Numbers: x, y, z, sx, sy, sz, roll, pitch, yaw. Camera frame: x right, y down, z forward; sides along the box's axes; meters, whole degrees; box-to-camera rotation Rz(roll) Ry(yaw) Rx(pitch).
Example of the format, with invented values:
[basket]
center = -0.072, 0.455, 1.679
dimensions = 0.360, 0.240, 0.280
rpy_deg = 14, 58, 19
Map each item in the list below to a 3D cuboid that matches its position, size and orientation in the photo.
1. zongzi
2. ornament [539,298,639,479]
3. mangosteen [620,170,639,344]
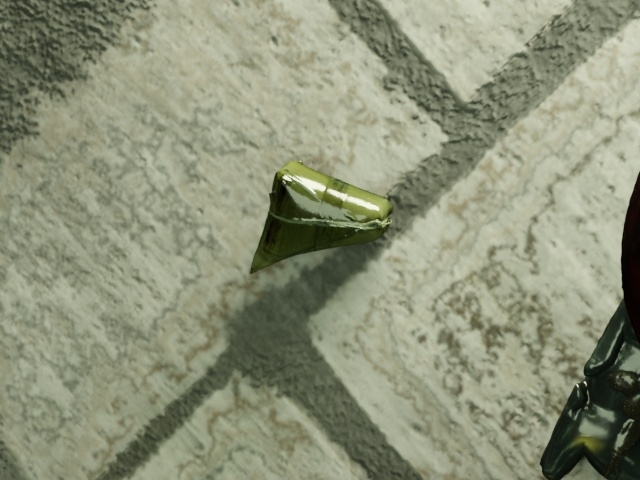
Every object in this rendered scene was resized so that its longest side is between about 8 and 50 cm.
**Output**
[zongzi]
center = 0.000, 0.000, 1.445
dimensions = 0.104, 0.052, 0.113
rpy_deg = 24, 118, 11
[ornament]
center = 0.314, 0.152, 1.326
dimensions = 0.236, 0.080, 0.202
rpy_deg = 30, 109, 18
[mangosteen]
center = 0.374, 0.023, 1.204
dimensions = 0.306, 0.359, 0.306
rpy_deg = -13, 60, 23
